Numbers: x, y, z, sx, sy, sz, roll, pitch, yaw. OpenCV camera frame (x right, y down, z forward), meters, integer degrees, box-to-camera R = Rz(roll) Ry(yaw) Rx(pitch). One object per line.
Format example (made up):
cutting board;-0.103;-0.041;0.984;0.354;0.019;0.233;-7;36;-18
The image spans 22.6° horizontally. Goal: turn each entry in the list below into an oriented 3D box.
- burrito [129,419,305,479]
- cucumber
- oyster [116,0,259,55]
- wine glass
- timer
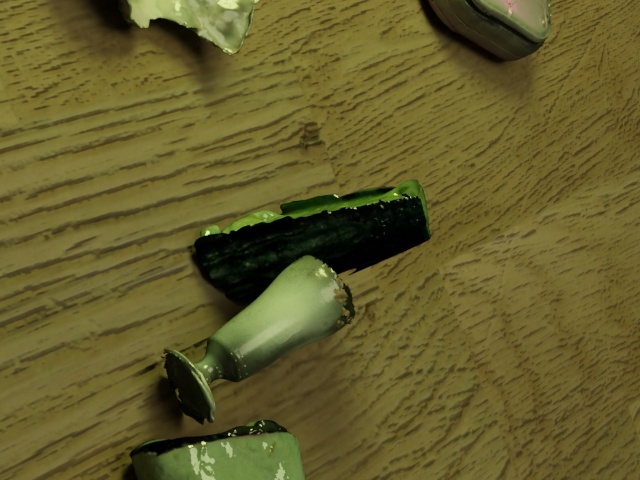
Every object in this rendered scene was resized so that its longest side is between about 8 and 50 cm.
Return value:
burrito;-0.062;0.257;1.224;0.144;0.089;0.228;-4;77;-38
cucumber;0.000;0.000;1.380;0.115;0.193;0.085;-42;114;-83
oyster;-0.139;-0.308;1.365;0.275;0.100;0.271;51;41;-44
wine glass;-0.050;0.079;1.288;0.155;0.072;0.072;-34;103;-27
timer;0.185;-0.309;1.807;0.208;0.069;0.190;18;58;-46
